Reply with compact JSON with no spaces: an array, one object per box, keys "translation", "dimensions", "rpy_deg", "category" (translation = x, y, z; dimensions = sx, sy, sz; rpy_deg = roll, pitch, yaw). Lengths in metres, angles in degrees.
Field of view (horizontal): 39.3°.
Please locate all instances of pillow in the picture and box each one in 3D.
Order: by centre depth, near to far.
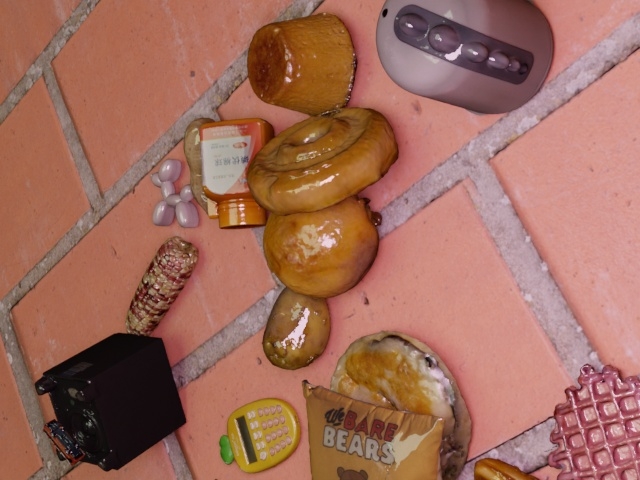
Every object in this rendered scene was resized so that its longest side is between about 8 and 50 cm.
[{"translation":[0.097,0.423,1.606],"dimensions":[0.310,0.119,0.313],"rpy_deg":[7,106,42],"category":"pillow"}]

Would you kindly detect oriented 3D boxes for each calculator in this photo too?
[{"translation":[-0.134,0.423,1.936],"dimensions":[0.234,0.032,0.146],"rpy_deg":[-29,72,34],"category":"calculator"}]

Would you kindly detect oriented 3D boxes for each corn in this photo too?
[{"translation":[-0.377,0.116,2.101],"dimensions":[0.098,0.098,0.290],"rpy_deg":[49,122,29],"category":"corn"}]

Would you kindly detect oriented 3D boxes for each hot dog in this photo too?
[{"translation":[0.366,0.461,1.500],"dimensions":[0.269,0.072,0.115],"rpy_deg":[30,107,34],"category":"hot dog"}]

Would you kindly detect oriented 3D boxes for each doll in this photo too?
[{"translation":[-0.346,-0.111,2.097],"dimensions":[0.161,0.059,0.160],"rpy_deg":[6,93,40],"category":"doll"}]

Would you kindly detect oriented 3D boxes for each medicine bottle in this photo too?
[{"translation":[-0.170,-0.139,1.893],"dimensions":[0.149,0.112,0.222],"rpy_deg":[-5,86,12],"category":"medicine bottle"}]

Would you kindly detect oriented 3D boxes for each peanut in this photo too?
[{"translation":[-0.255,-0.161,2.002],"dimensions":[0.104,0.085,0.228],"rpy_deg":[167,97,-65],"category":"peanut"}]

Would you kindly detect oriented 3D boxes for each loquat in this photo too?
[{"translation":[0.000,0.000,1.725],"dimensions":[0.238,0.193,0.239],"rpy_deg":[-9,70,26],"category":"loquat"}]

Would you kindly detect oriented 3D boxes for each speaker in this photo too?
[{"translation":[-0.474,0.368,2.039],"dimensions":[0.184,0.254,0.232],"rpy_deg":[-1,109,39],"category":"speaker"}]

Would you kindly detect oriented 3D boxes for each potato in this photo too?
[{"translation":[-0.046,0.177,1.812],"dimensions":[0.137,0.137,0.176],"rpy_deg":[26,86,37],"category":"potato"}]

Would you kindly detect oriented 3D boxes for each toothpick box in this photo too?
[{"translation":[0.232,-0.320,1.460],"dimensions":[0.229,0.316,0.229],"rpy_deg":[0,90,38],"category":"toothpick box"}]

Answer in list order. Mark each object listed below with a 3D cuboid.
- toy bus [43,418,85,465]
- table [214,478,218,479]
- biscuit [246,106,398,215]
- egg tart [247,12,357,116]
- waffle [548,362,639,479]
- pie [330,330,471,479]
[{"translation":[-0.558,0.439,1.946],"dimensions":[0.110,0.031,0.043],"rpy_deg":[45,133,15],"category":"toy bus"},{"translation":[-0.250,0.593,1.997],"dimensions":[0.070,0.082,0.083],"rpy_deg":[28,106,35],"category":"table"},{"translation":[-0.002,-0.159,1.669],"dimensions":[0.296,0.296,0.102],"rpy_deg":[3,129,39],"category":"biscuit"},{"translation":[-0.040,-0.344,1.779],"dimensions":[0.215,0.170,0.215],"rpy_deg":[14,108,51],"category":"egg tart"},{"translation":[0.466,0.325,1.430],"dimensions":[0.221,0.055,0.234],"rpy_deg":[33,111,35],"category":"waffle"},{"translation":[0.141,0.333,1.686],"dimensions":[0.339,0.077,0.339],"rpy_deg":[7,101,41],"category":"pie"}]
